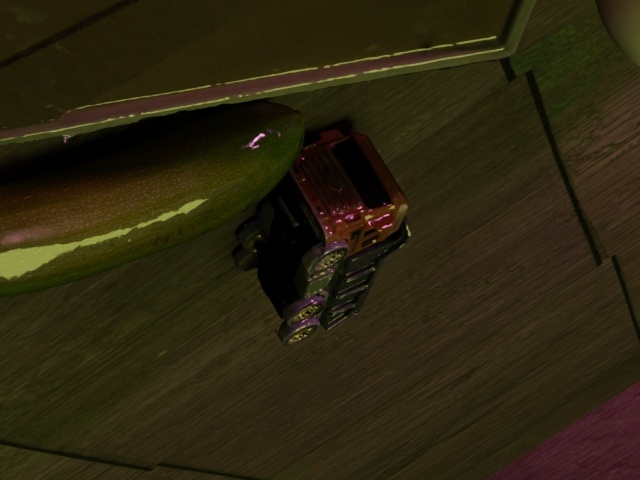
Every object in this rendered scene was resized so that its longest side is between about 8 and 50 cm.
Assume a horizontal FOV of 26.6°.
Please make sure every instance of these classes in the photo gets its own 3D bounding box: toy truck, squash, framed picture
[{"bbox_3d":[0.000,0.000,0.966,0.092,0.083,0.192,-23,160,-21],"label":"toy truck"},{"bbox_3d":[-0.119,-0.020,0.774,0.258,0.069,0.069,-21,157,-25],"label":"squash"},{"bbox_3d":[-0.031,-0.127,0.609,0.315,0.024,0.232,-12,155,-13],"label":"framed picture"}]

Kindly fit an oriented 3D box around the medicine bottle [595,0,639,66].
[{"bbox_3d":[0.285,-0.212,0.732,0.130,0.130,0.341,-13,158,-41],"label":"medicine bottle"}]
